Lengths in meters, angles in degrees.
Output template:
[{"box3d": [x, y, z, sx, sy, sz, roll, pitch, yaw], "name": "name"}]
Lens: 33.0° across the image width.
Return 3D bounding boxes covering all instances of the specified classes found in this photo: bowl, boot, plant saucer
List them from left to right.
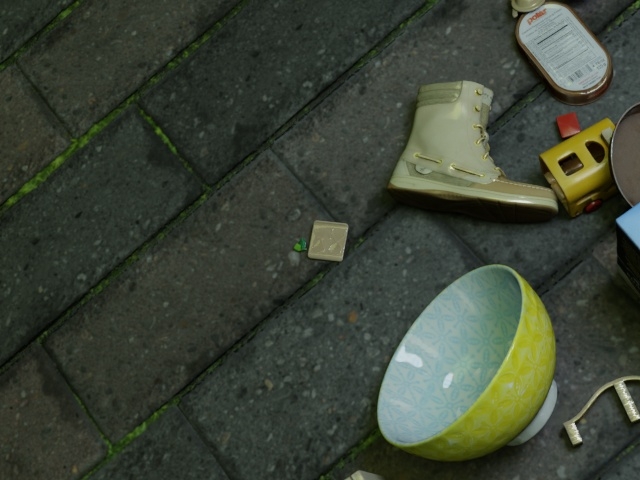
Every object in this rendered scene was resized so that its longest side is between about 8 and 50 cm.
[{"box3d": [0.248, -0.138, 1.647, 0.262, 0.095, 0.203, 10, 72, 24], "name": "boot"}, {"box3d": [0.228, 0.191, 1.474, 0.156, 0.289, 0.289, 35, 81, -18], "name": "bowl"}, {"box3d": [0.465, -0.113, 1.526, 0.029, 0.168, 0.168, -9, 59, 60], "name": "plant saucer"}]

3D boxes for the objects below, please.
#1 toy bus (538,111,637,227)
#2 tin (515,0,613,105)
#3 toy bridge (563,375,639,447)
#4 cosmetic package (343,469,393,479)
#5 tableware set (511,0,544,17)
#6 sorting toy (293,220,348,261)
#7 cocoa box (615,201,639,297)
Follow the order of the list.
[{"box3d": [0.421, -0.125, 1.581, 0.191, 0.104, 0.202, 13, 75, 20], "name": "toy bus"}, {"box3d": [0.382, -0.297, 1.697, 0.106, 0.040, 0.189, -31, 64, -1], "name": "tin"}, {"box3d": [0.423, 0.222, 1.492, 0.188, 0.026, 0.063, -24, 64, 7], "name": "toy bridge"}, {"box3d": [0.109, 0.466, 1.418, 0.113, 0.160, 0.309, -38, 65, 8], "name": "cosmetic package"}, {"box3d": [0.367, -0.423, 1.738, 0.169, 0.020, 0.141, -13, 48, 17], "name": "tableware set"}, {"box3d": [0.000, 0.000, 1.711, 0.083, 0.012, 0.062, 6, 77, 15], "name": "sorting toy"}, {"box3d": [0.576, 0.070, 1.391, 0.231, 0.228, 0.347, -36, 64, 2], "name": "cocoa box"}]
